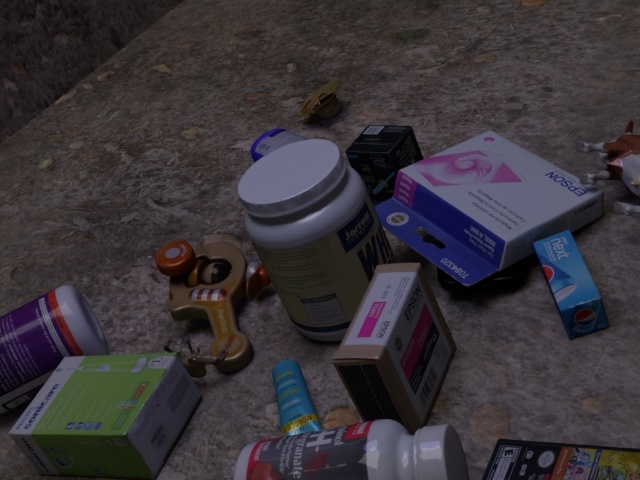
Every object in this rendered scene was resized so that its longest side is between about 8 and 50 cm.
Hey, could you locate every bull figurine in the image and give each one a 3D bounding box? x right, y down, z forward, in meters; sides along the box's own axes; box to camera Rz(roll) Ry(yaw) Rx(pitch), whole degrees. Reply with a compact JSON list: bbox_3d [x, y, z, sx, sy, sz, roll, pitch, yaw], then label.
[{"bbox_3d":[0.580,-0.128,1.957,0.188,0.101,0.310,-10,30,-24],"label":"bull figurine"}]

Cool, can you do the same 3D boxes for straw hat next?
[{"bbox_3d":[0.016,-0.347,2.761,0.144,0.061,0.144,-34,22,16],"label":"straw hat"}]

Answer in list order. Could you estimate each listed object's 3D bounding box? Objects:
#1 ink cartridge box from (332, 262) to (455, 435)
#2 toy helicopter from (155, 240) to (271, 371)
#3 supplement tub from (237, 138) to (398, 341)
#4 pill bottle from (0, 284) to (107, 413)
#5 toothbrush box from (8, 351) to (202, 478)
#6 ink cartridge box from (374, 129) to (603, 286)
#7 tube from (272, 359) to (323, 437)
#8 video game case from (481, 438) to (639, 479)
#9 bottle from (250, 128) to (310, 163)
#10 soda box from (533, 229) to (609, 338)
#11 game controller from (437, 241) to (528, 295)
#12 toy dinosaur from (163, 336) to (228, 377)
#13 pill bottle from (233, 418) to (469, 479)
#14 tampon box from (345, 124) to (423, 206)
[{"bbox_3d":[0.126,0.183,1.756,0.088,0.193,0.235,-5,37,30],"label":"ink cartridge box"},{"bbox_3d":[-0.188,0.126,2.166,0.234,0.140,0.355,-17,41,-4],"label":"toy helicopter"},{"bbox_3d":[0.000,0.000,1.992,0.235,0.325,0.235,-18,32,12],"label":"supplement tub"},{"bbox_3d":[-0.616,0.236,2.209,0.322,0.182,0.181,-27,31,-4],"label":"pill bottle"},{"bbox_3d":[-0.395,0.321,1.983,0.283,0.122,0.206,-5,36,29],"label":"toothbrush box"},{"bbox_3d":[0.304,-0.074,2.035,0.330,0.072,0.324,-25,39,-24],"label":"ink cartridge box"},{"bbox_3d":[-0.042,0.293,1.856,0.080,0.052,0.207,-32,36,9],"label":"tube"},{"bbox_3d":[0.320,0.389,1.462,0.248,0.035,0.275,-3,37,33],"label":"video game case"},{"bbox_3d":[-0.054,-0.190,2.542,0.118,0.092,0.282,-38,33,-19],"label":"bottle"},{"bbox_3d":[0.426,0.072,1.834,0.071,0.067,0.210,-20,31,9],"label":"soda box"},{"bbox_3d":[0.312,-0.011,2.041,0.166,0.067,0.319,-13,34,19],"label":"game controller"},{"bbox_3d":[-0.261,0.233,2.032,0.183,0.092,0.053,-20,36,36],"label":"toy dinosaur"},{"bbox_3d":[0.048,0.358,1.564,0.318,0.176,0.176,-13,33,19],"label":"pill bottle"},{"bbox_3d":[0.148,-0.151,2.274,0.120,0.161,0.101,6,43,39],"label":"tampon box"}]
